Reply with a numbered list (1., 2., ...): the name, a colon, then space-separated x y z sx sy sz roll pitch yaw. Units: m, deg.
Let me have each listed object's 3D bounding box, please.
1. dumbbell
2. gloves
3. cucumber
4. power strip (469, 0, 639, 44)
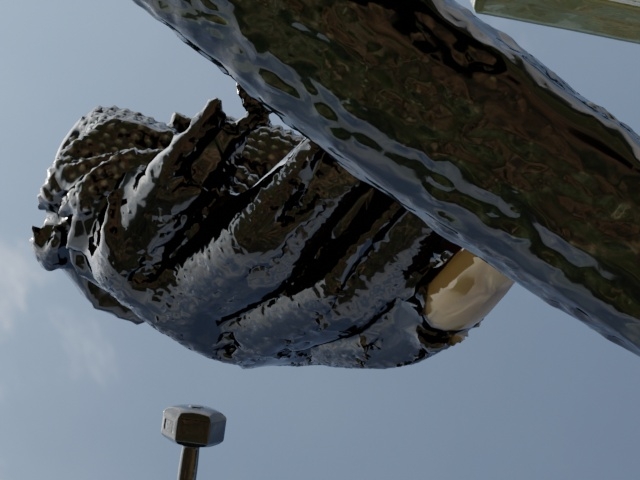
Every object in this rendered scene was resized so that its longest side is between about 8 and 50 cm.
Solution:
1. dumbbell: -0.082 0.143 1.096 0.040 0.036 0.083 8 -84 -3
2. gloves: -0.003 0.001 0.606 0.180 0.129 0.106 17 -110 49
3. cucumber: 0.040 -0.025 0.443 0.214 0.058 0.052 37 -88 2
4. power strip: 0.086 -0.087 0.631 0.083 0.017 0.027 9 -149 -11
